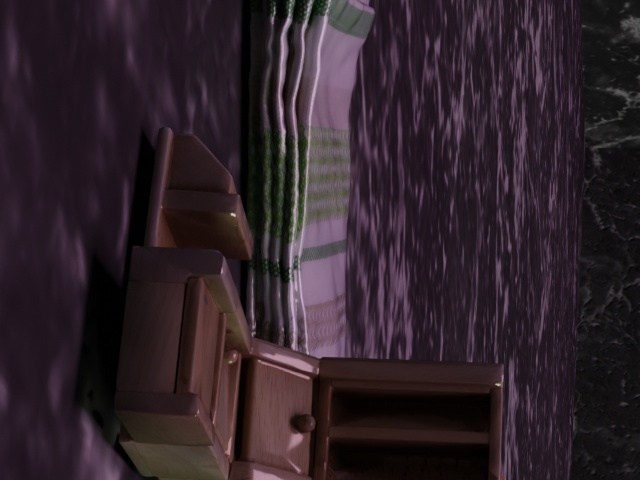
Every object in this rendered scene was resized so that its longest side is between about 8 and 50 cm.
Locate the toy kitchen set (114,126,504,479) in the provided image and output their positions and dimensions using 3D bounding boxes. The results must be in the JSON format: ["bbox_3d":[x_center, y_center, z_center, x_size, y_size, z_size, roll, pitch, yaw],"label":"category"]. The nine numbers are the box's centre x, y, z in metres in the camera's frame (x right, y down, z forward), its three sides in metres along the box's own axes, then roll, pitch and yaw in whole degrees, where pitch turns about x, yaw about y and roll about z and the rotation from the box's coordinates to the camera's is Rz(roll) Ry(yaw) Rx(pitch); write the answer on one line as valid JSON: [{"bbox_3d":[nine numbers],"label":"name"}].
[{"bbox_3d":[0.001,0.016,0.389,0.083,0.075,0.068,77,16,-69],"label":"toy kitchen set"}]

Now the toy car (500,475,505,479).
[{"bbox_3d":[0.092,0.198,0.774,0.238,0.219,0.210,53,40,6],"label":"toy car"}]

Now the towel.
[{"bbox_3d":[0.000,0.000,0.535,0.113,0.023,0.152,-20,112,-79],"label":"towel"}]
